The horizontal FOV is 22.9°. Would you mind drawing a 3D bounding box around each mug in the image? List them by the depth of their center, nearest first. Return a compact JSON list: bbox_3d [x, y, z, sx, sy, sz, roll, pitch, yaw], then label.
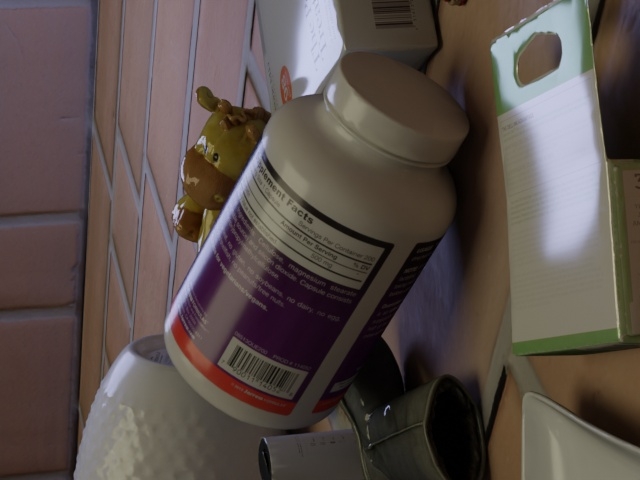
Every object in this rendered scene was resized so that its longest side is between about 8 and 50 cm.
[{"bbox_3d":[-0.158,0.284,2.003,0.374,0.276,0.328,-37,-46,-73],"label":"mug"}]

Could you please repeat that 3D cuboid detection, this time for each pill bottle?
[{"bbox_3d":[0.000,0.000,1.392,0.323,0.182,0.181,-60,32,28],"label":"pill bottle"}]

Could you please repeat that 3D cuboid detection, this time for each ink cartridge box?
[{"bbox_3d":[0.178,-0.041,1.081,0.171,0.056,0.235,156,112,-72],"label":"ink cartridge box"}]

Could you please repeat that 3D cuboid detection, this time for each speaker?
[{"bbox_3d":[0.008,0.216,1.572,0.055,0.136,0.055,176,90,-73],"label":"speaker"}]

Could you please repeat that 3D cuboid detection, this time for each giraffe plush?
[{"bbox_3d":[-0.083,-0.073,1.703,0.170,0.181,0.210,52,-123,-69],"label":"giraffe plush"}]

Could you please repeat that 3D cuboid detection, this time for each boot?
[{"bbox_3d":[0.075,0.149,1.440,0.208,0.076,0.189,122,129,-73],"label":"boot"}]

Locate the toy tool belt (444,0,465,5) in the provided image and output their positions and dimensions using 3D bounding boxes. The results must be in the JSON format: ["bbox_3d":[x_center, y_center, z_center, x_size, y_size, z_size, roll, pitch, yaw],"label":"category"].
[{"bbox_3d":[0.093,-0.238,1.333,0.052,0.051,0.083,152,113,-73],"label":"toy tool belt"}]

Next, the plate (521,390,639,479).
[{"bbox_3d":[0.209,0.258,1.053,0.277,0.045,0.277,-161,68,-71],"label":"plate"}]

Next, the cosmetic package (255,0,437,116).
[{"bbox_3d":[0.004,-0.302,1.558,0.284,0.098,0.377,123,140,-69],"label":"cosmetic package"}]
